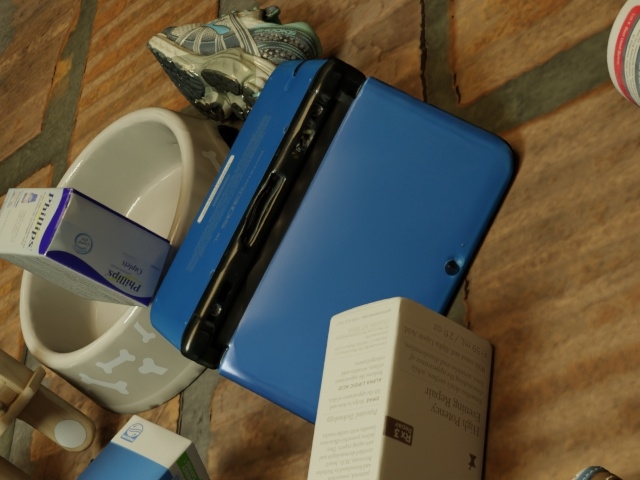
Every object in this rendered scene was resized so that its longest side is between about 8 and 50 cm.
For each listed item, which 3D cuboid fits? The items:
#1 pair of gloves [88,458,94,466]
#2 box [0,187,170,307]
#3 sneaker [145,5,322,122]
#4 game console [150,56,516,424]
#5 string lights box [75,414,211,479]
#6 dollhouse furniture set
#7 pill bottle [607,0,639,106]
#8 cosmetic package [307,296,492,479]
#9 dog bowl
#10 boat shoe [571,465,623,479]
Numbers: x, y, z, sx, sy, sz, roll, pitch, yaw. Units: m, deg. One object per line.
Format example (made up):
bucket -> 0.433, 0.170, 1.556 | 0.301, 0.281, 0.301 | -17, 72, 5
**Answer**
pair of gloves -> -0.230, 0.263, 1.367 | 0.083, 0.010, 0.074 | -22, 53, 45
box -> -0.239, 0.006, 1.277 | 0.137, 0.126, 0.072 | 4, 69, 51
sneaker -> -0.090, -0.203, 1.449 | 0.122, 0.110, 0.283 | -46, 34, -13
game console -> 0.000, 0.000, 1.183 | 0.293, 0.173, 0.250 | -62, 20, -2
string lights box -> -0.196, 0.292, 1.105 | 0.076, 0.133, 0.260 | 17, 52, 34
dollhouse furniture set -> -0.368, 0.318, 1.245 | 0.303, 0.174, 0.355 | -50, 11, 16
pill bottle -> 0.292, -0.113, 0.896 | 0.108, 0.108, 0.180 | -55, 37, 9
cosmetic package -> 0.058, 0.172, 0.987 | 0.085, 0.117, 0.231 | -20, 54, 44
dog bowl -> -0.204, 0.010, 1.425 | 0.349, 0.102, 0.349 | -29, 47, 36
boat shoe -> 0.188, 0.239, 0.838 | 0.066, 0.066, 0.183 | -4, 74, 44
